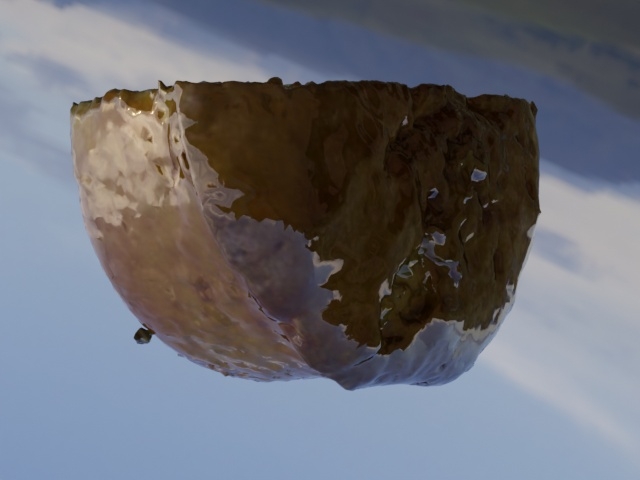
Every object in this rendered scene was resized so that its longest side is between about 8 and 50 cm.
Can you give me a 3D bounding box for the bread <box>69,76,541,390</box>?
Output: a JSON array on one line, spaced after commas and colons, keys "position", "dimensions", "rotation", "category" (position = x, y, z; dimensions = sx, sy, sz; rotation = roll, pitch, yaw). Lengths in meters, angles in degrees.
[{"position": [0.000, 0.000, 1.169], "dimensions": [0.194, 0.179, 0.340], "rotation": [-2, 179, 33], "category": "bread"}]
